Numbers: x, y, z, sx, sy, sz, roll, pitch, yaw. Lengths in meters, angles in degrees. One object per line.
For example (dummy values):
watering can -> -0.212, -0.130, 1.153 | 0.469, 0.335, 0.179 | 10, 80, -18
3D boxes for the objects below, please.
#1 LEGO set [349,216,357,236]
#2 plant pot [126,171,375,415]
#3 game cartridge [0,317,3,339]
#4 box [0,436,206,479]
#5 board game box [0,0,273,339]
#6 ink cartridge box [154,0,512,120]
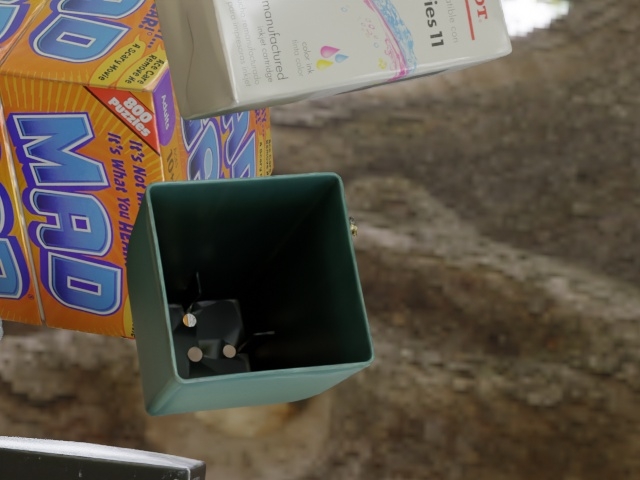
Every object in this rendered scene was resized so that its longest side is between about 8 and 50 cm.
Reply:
LEGO set -> 0.000, -0.002, 1.875 | 0.054, 0.083, 0.023 | 45, 29, -49
plant pot -> -0.082, 0.066, 1.468 | 0.234, 0.166, 0.165 | 132, -49, -63
game cartridge -> -0.406, -0.047, 1.753 | 0.297, 0.062, 0.198 | 74, -5, -46
box -> -0.296, 0.330, 2.031 | 0.294, 0.296, 0.182 | 98, -1, -84
board game box -> -0.284, -0.144, 2.031 | 0.356, 0.356, 0.356 | -66, 159, -48
ink cartridge box -> 0.035, -0.237, 1.514 | 0.119, 0.354, 0.207 | -9, -86, 61
